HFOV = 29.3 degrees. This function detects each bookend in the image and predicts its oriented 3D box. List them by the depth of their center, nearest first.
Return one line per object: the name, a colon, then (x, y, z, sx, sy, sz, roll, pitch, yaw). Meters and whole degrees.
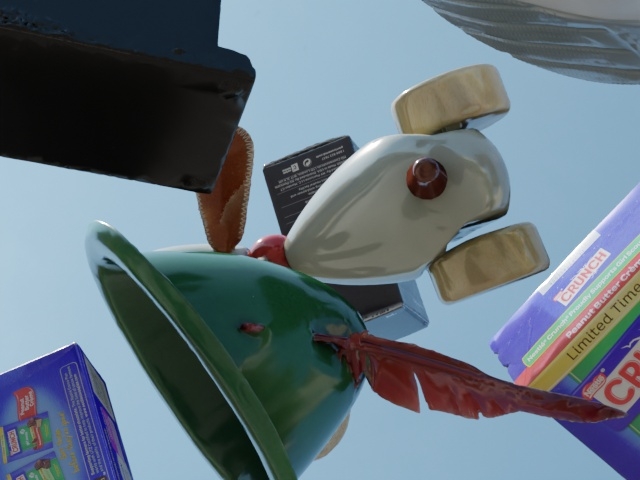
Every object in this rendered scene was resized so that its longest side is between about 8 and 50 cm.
bookend: (-0.107, -0.113, 0.474, 0.156, 0.157, 0.072, 9, -35, -14)

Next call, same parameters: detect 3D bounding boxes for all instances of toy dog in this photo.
toy dog: (0.000, 0.000, 0.857, 0.334, 0.161, 0.220, -41, -107, 14)

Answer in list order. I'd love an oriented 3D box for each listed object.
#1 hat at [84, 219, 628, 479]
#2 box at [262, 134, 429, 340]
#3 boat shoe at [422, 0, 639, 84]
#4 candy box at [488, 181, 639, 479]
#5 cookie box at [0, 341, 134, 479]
hat: (0.010, 0.033, 0.625, 0.173, 0.184, 0.208, 30, -32, 53)
box: (0.031, 0.009, 1.378, 0.108, 0.153, 0.207, -20, -108, 11)
boat shoe: (0.168, -0.143, 0.652, 0.109, 0.094, 0.302, 31, -6, -39)
candy box: (0.386, 0.125, 1.323, 0.317, 0.122, 0.268, 39, -82, -24)
cookie box: (-0.130, 0.103, 0.483, 0.107, 0.091, 0.040, -22, -37, -3)
